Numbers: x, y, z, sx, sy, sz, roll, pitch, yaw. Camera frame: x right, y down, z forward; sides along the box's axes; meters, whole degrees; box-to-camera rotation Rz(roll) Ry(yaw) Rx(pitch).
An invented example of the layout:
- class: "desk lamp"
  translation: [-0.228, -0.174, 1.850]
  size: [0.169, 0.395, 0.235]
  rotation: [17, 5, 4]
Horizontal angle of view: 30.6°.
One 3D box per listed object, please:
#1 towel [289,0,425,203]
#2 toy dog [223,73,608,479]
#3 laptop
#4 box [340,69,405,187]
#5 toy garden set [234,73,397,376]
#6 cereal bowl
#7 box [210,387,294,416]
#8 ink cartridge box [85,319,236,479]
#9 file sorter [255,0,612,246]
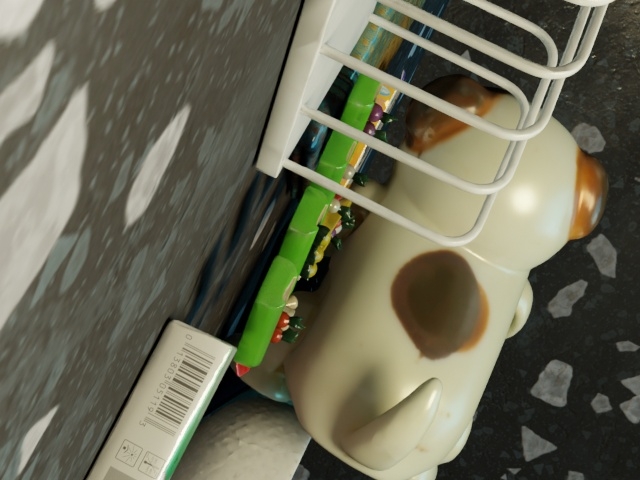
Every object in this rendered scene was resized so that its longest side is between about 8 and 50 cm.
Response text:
- class: "towel"
  translation: [0.064, -0.220, 1.124]
  size: [0.370, 0.040, 0.271]
  rotation: [-61, 176, -9]
- class: "toy dog"
  translation: [0.106, 0.025, 1.225]
  size: [0.408, 0.284, 0.395]
  rotation: [-58, 177, 0]
- class: "laptop"
  translation: [-0.073, 0.070, 1.542]
  size: [0.234, 0.136, 0.264]
  rotation: [-60, 150, -65]
- class: "box"
  translation: [0.044, -0.110, 1.158]
  size: [0.136, 0.028, 0.081]
  rotation: [-64, 177, 5]
- class: "toy garden set"
  translation: [-0.005, 0.007, 0.980]
  size: [0.204, 0.049, 0.244]
  rotation: [113, 1, -58]
- class: "cereal bowl"
  translation: [-0.137, 0.319, 1.298]
  size: [0.339, 0.141, 0.339]
  rotation: [-64, 177, -5]
- class: "box"
  translation: [-0.042, 0.182, 1.510]
  size: [0.244, 0.060, 0.100]
  rotation: [-28, -166, 49]
- class: "ink cartridge box"
  translation: [-0.125, 0.155, 0.910]
  size: [0.181, 0.056, 0.225]
  rotation: [-63, 176, -7]
- class: "file sorter"
  translation: [0.093, -0.157, 0.797]
  size: [0.193, 0.173, 0.278]
  rotation: [-62, 177, -34]
